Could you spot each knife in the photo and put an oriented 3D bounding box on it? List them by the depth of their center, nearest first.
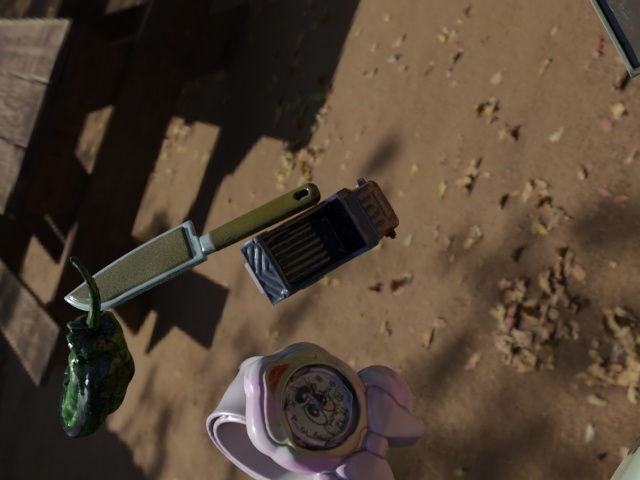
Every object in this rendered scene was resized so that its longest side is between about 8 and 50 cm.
[{"bbox_3d":[-0.157,0.007,1.131,0.343,0.027,0.061,-27,60,6],"label":"knife"}]

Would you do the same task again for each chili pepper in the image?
[{"bbox_3d":[-0.223,0.124,0.924,0.122,0.065,0.279,70,154,20],"label":"chili pepper"}]

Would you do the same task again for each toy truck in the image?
[{"bbox_3d":[0.000,0.000,1.082,0.083,0.192,0.092,60,152,2],"label":"toy truck"}]

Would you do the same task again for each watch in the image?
[{"bbox_3d":[-0.017,0.253,1.265,0.210,0.248,0.217,-59,8,-33],"label":"watch"}]

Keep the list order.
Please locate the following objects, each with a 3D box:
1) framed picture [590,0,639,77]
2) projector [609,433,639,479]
[{"bbox_3d":[0.573,-0.462,1.640,0.213,0.016,0.289,-29,86,24],"label":"framed picture"},{"bbox_3d":[0.480,0.340,1.131,0.248,0.248,0.249,33,91,17],"label":"projector"}]
